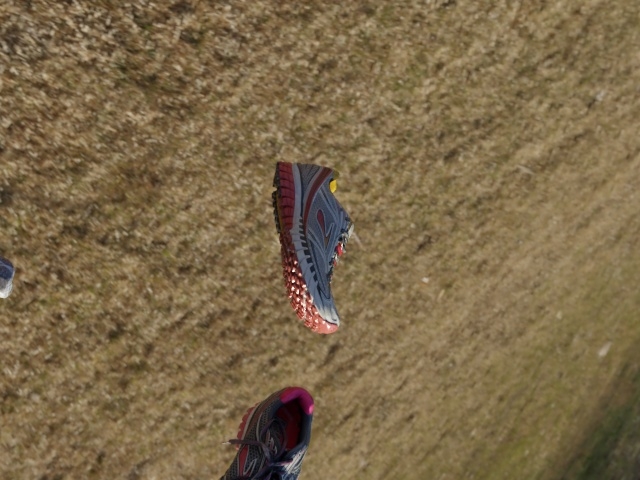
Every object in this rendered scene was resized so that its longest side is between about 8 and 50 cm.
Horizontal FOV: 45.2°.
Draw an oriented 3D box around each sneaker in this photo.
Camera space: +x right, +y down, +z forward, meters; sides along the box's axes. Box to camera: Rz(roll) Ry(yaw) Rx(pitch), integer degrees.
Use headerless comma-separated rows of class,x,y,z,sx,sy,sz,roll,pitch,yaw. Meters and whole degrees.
sneaker,0.000,0.000,0.908,0.093,0.225,0.088,-3,154,-11
sneaker,-0.089,0.342,1.110,0.121,0.112,0.299,28,48,-15

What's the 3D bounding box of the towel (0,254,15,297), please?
towel,-0.347,-0.024,0.499,0.121,0.284,0.235,-46,121,-32
